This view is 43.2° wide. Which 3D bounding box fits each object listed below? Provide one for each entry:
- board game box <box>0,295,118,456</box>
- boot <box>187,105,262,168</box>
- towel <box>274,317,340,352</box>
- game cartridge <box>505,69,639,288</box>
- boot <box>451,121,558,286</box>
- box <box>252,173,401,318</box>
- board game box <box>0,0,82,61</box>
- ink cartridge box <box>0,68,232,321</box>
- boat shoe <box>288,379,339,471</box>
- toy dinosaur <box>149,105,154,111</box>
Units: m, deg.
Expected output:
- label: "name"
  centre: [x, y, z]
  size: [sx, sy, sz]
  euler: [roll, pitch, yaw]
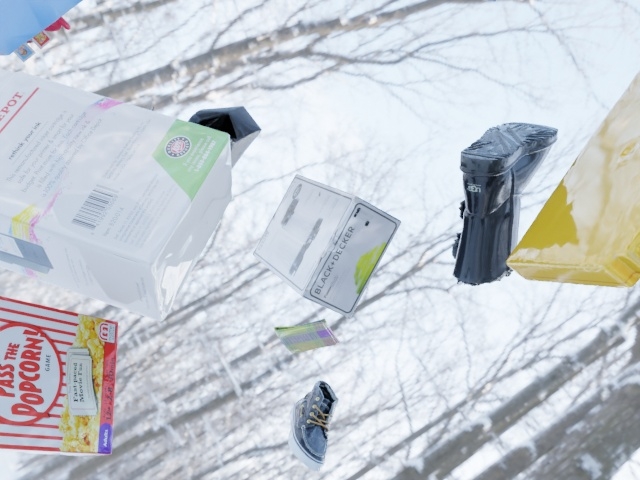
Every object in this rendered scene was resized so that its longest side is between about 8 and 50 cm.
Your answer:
- label: "board game box"
  centre: [-0.295, 0.140, 0.820]
  size: [0.045, 0.193, 0.146]
  euler: [-14, -111, 31]
- label: "boot"
  centre: [-0.369, -0.122, 1.991]
  size: [0.146, 0.367, 0.445]
  euler: [48, -47, 3]
- label: "towel"
  centre: [-0.014, 0.106, 0.896]
  size: [0.083, 0.060, 0.009]
  euler: [60, 20, -62]
- label: "game cartridge"
  centre: [0.367, -0.087, 0.916]
  size: [0.053, 0.323, 0.285]
  euler: [36, -6, -7]
- label: "boot"
  centre: [0.276, -0.058, 1.228]
  size: [0.094, 0.246, 0.207]
  euler: [17, -60, 31]
- label: "box"
  centre: [0.000, 0.000, 1.293]
  size: [0.087, 0.169, 0.290]
  euler: [28, 0, -22]
- label: "board game box"
  centre: [-0.253, -0.232, 0.764]
  size: [0.133, 0.169, 0.033]
  euler: [57, 3, 37]
- label: "ink cartridge box"
  centre: [-0.304, -0.067, 0.942]
  size: [0.354, 0.207, 0.119]
  euler: [18, -36, 10]
- label: "boat shoe"
  centre: [-0.008, 0.305, 1.364]
  size: [0.065, 0.083, 0.183]
  euler: [33, 12, -17]
- label: "toy dinosaur"
  centre: [-0.263, -0.158, 1.241]
  size: [0.090, 0.082, 0.047]
  euler: [-56, -138, 41]
